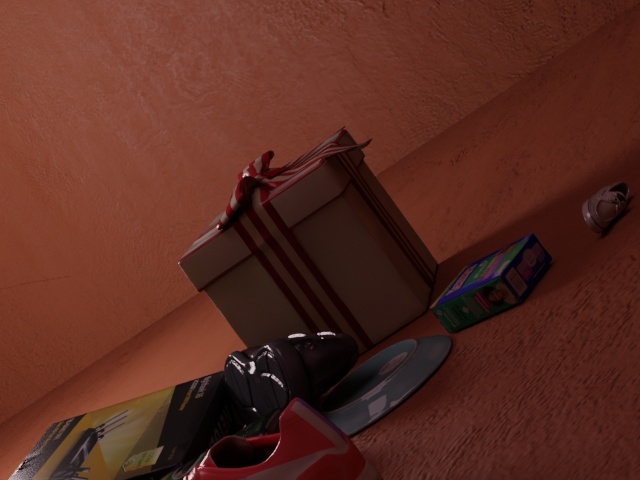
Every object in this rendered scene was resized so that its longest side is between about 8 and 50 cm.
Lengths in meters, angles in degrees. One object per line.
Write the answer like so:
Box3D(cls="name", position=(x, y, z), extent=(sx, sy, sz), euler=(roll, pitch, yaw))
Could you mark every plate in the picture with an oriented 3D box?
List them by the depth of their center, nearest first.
Box3D(cls="plate", position=(0.057, 0.152, 1.488), extent=(0.188, 0.024, 0.188), euler=(-36, 7, 5))

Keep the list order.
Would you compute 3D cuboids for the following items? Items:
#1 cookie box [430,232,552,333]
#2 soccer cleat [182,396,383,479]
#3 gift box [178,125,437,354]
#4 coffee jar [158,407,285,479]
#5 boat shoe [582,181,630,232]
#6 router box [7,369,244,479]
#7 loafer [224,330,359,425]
Box3D(cls="cookie box", position=(0.183, 0.047, 1.499), extent=(0.107, 0.040, 0.092), euler=(-30, 10, 43))
Box3D(cls="soccer cleat", position=(-0.087, 0.238, 1.255), extent=(0.318, 0.116, 0.108), euler=(-30, 10, 37))
Box3D(cls="gift box", position=(0.000, 0.000, 1.784), extent=(0.276, 0.258, 0.255), euler=(-36, 8, 11))
Box3D(cls="coffee jar", position=(-0.097, 0.246, 1.390), extent=(0.184, 0.079, 0.096), euler=(-33, 4, 19))
Box3D(cls="boat shoe", position=(0.308, -0.039, 1.491), extent=(0.035, 0.035, 0.100), euler=(-35, 1, 33))
Box3D(cls="router box", position=(-0.232, 0.266, 1.624), extent=(0.243, 0.081, 0.309), euler=(-18, 11, 8))
Box3D(cls="loafer", position=(-0.034, 0.158, 1.592), extent=(0.095, 0.109, 0.302), euler=(-20, -5, -18))
